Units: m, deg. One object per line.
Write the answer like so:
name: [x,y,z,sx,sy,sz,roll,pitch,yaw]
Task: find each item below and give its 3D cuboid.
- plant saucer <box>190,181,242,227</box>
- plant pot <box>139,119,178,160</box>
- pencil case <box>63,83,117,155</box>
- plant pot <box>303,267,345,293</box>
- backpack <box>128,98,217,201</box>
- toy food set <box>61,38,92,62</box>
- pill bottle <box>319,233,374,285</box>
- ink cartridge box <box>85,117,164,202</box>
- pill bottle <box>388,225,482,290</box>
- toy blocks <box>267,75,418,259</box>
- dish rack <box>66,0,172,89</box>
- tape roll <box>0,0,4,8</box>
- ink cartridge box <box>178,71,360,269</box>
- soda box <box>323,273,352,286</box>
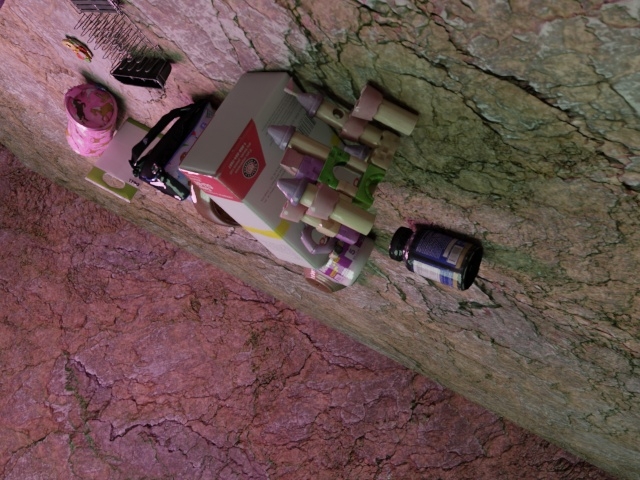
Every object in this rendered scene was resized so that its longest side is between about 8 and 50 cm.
plant saucer: [-0.173,-0.142,1.553,0.050,0.310,0.311,57,-177,39]
plant pot: [-0.426,-0.260,1.842,0.166,0.165,0.167,28,162,9]
pencil case: [-0.774,-0.394,2.051,0.160,0.167,0.386,1,172,-21]
plant pot: [0.016,0.124,2.315,0.237,0.110,0.237,28,163,9]
backpack: [-0.339,-0.234,1.612,0.213,0.263,0.276,33,173,-33]
toy food set: [-0.681,-0.536,1.721,0.082,0.020,0.083,21,161,27]
pill bottle: [0.000,0.000,1.879,0.301,0.169,0.169,29,163,0]
ink cartridge box: [-0.624,-0.253,2.036,0.188,0.255,0.097,27,163,9]
pill bottle: [0.294,0.039,1.584,0.219,0.123,0.123,21,161,29]
toy blocks: [-0.003,-0.152,1.251,0.260,0.289,0.309,25,166,-5]
dish rack: [-0.496,-0.487,1.468,0.208,0.074,0.271,16,158,37]
tape roll: [-0.968,-0.584,1.620,0.274,0.275,0.090,13,155,45]
ink cartridge box: [-0.088,-0.149,1.402,0.160,0.279,0.385,14,157,44]
soda box: [0.010,0.060,2.087,0.091,0.098,0.286,10,163,46]
